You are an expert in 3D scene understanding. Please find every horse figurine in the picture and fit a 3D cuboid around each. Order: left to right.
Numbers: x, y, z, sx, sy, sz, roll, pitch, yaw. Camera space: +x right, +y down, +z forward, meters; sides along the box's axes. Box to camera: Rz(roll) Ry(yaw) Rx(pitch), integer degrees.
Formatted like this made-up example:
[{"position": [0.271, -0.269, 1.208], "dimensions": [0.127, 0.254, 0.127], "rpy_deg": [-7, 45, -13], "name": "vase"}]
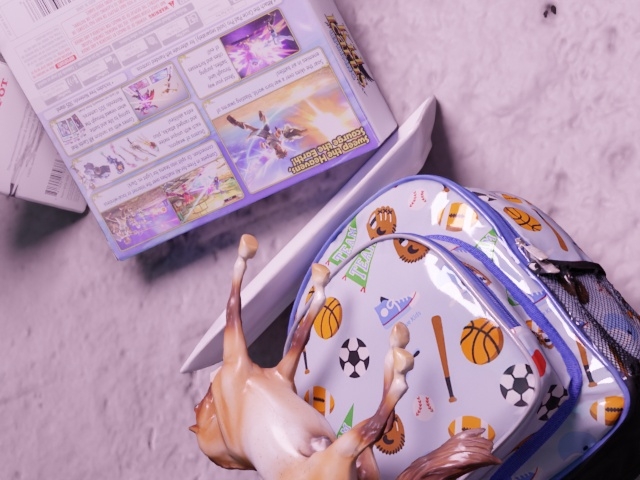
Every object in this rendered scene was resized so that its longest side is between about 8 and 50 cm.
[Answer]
[{"position": [-0.005, 0.115, 1.011], "dimensions": [0.263, 0.066, 0.174], "rpy_deg": [34, 113, 43], "name": "horse figurine"}]

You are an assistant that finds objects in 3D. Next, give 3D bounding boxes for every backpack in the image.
[{"position": [0.094, 0.091, 1.106], "dimensions": [0.276, 0.213, 0.263], "rpy_deg": [-47, 52, 20], "name": "backpack"}]

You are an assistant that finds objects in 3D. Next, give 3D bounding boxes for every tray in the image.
[{"position": [0.000, 0.000, 1.221], "dimensions": [0.030, 0.145, 0.270], "rpy_deg": [43, 107, -4], "name": "tray"}]

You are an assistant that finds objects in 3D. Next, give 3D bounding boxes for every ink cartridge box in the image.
[{"position": [-0.266, -0.094, 1.371], "dimensions": [0.063, 0.150, 0.109], "rpy_deg": [17, 91, 38], "name": "ink cartridge box"}]

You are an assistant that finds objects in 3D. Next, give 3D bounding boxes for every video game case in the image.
[{"position": [-0.110, -0.142, 1.274], "dimensions": [0.270, 0.061, 0.244], "rpy_deg": [-23, 102, 25], "name": "video game case"}]
